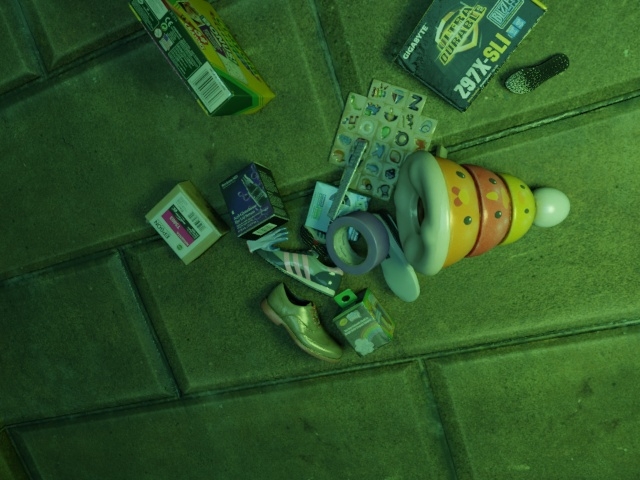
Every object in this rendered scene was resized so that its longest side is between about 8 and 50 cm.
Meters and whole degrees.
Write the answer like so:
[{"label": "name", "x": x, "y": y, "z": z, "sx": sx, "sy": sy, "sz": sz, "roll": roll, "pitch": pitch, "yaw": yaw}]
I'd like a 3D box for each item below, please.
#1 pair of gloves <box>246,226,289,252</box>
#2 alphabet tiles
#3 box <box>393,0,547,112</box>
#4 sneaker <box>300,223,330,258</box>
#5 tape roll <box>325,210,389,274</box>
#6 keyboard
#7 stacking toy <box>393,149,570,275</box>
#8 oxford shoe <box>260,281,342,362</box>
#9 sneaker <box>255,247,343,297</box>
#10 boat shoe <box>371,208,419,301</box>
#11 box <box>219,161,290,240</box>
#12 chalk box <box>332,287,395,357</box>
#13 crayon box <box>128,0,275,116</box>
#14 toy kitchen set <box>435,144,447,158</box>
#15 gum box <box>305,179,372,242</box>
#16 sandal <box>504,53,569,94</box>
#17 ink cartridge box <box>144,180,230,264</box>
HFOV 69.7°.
[{"label": "pair of gloves", "x": -0.191, "y": -0.046, "z": 1.556, "sx": 0.159, "sy": 0.023, "sz": 0.198, "roll": -22, "pitch": 69, "yaw": 12}, {"label": "alphabet tiles", "x": 0.191, "y": -0.308, "z": 1.440, "sx": 0.285, "sy": 0.011, "sz": 0.342, "roll": 20, "pitch": 109, "yaw": 7}, {"label": "box", "x": 0.397, "y": -0.556, "z": 1.256, "sx": 0.257, "sy": 0.079, "sz": 0.322, "roll": 37, "pitch": 121, "yaw": 0}, {"label": "sneaker", "x": 0.000, "y": 0.000, "z": 1.552, "sx": 0.161, "sy": 0.075, "sz": 0.057, "roll": 41, "pitch": 127, "yaw": 29}, {"label": "tape roll", "x": 0.114, "y": 0.006, "z": 1.431, "sx": 0.189, "sy": 0.080, "sz": 0.188, "roll": 15, "pitch": 115, "yaw": 34}, {"label": "keyboard", "x": 0.081, "y": -0.187, "z": 1.432, "sx": 0.014, "sy": 0.072, "sz": 0.255, "roll": 21, "pitch": 98, "yaw": -14}, {"label": "stacking toy", "x": 0.476, "y": -0.095, "z": 1.309, "sx": 0.481, "sy": 0.350, "sz": 0.350, "roll": -6, "pitch": 105, "yaw": -7}, {"label": "oxford shoe", "x": -0.046, "y": 0.288, "z": 1.607, "sx": 0.348, "sy": 0.123, "sz": 0.130, "roll": 39, "pitch": 105, "yaw": 0}, {"label": "sneaker", "x": -0.068, "y": 0.071, "z": 1.576, "sx": 0.319, "sy": 0.112, "sz": 0.131, "roll": 28, "pitch": 84, "yaw": 8}, {"label": "boat shoe", "x": 0.242, "y": 0.044, "z": 1.474, "sx": 0.113, "sy": 0.105, "sz": 0.306, "roll": -35, "pitch": 85, "yaw": 48}, {"label": "box", "x": -0.216, "y": -0.126, "z": 1.501, "sx": 0.153, "sy": 0.108, "sz": 0.207, "roll": -30, "pitch": 72, "yaw": 19}, {"label": "chalk box", "x": 0.134, "y": 0.256, "z": 1.548, "sx": 0.132, "sy": 0.132, "sz": 0.213, "roll": -34, "pitch": 94, "yaw": 21}, {"label": "crayon box", "x": -0.324, "y": -0.542, "z": 1.340, "sx": 0.106, "sy": 0.313, "sz": 0.362, "roll": -33, "pitch": 96, "yaw": 23}, {"label": "toy kitchen set", "x": 0.352, "y": -0.233, "z": 1.414, "sx": 0.068, "sy": 0.075, "sz": 0.083, "roll": 29, "pitch": 154, "yaw": -35}, {"label": "gum box", "x": 0.058, "y": -0.097, "z": 1.514, "sx": 0.185, "sy": 0.041, "sz": 0.156, "roll": 19, "pitch": 109, "yaw": 9}, {"label": "sandal", "x": 0.601, "y": -0.461, "z": 1.285, "sx": 0.179, "sy": 0.040, "sz": 0.067, "roll": -24, "pitch": 104, "yaw": 4}, {"label": "ink cartridge box", "x": -0.471, "y": -0.062, "z": 1.632, "sx": 0.193, "sy": 0.088, "sz": 0.234, "roll": -39, "pitch": 94, "yaw": 19}]
